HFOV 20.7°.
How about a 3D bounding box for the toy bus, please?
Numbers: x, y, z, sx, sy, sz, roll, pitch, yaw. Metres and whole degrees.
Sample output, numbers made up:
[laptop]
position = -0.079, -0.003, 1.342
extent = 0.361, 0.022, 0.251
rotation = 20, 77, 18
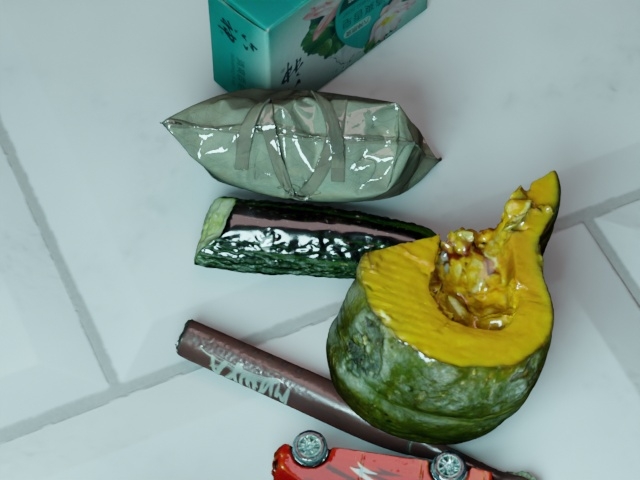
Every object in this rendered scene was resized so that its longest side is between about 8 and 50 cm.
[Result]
[toy bus]
position = 0.051, 0.229, 1.536
extent = 0.195, 0.081, 0.089
rotation = 8, 65, 3

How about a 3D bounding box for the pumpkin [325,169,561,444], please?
[pumpkin]
position = 0.111, 0.051, 1.600
extent = 0.190, 0.139, 0.280
rotation = 14, 46, -1

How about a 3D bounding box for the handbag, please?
[handbag]
position = -0.016, -0.095, 1.715
extent = 0.270, 0.182, 0.117
rotation = 6, 86, 4

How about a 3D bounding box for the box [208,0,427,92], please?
[box]
position = 0.003, -0.253, 1.825
extent = 0.245, 0.153, 0.092
rotation = -40, 65, -23

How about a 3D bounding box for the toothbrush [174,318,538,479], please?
[toothbrush]
position = 0.032, 0.158, 1.605
extent = 0.364, 0.041, 0.041
rotation = 23, 58, 13

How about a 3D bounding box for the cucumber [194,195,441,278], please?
[cucumber]
position = 0.000, 0.001, 1.698
extent = 0.241, 0.074, 0.074
rotation = 5, 55, -1
